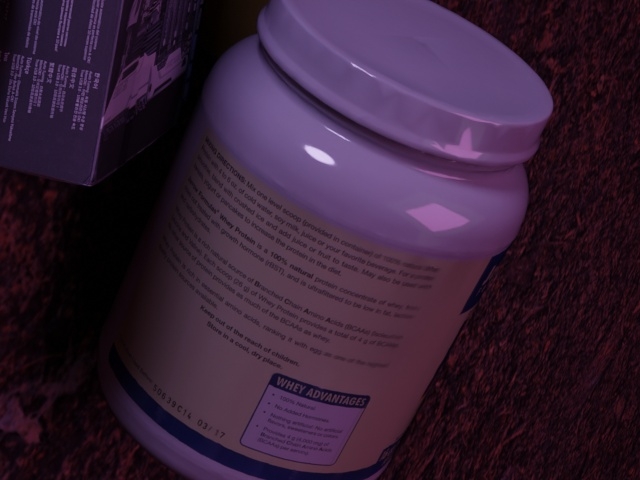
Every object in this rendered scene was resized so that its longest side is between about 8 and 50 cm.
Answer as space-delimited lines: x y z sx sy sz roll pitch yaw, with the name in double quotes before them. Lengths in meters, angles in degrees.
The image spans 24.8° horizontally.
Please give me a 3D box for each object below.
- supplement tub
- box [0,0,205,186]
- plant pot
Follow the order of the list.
"supplement tub" 0.000 0.000 1.019 0.235 0.235 0.324 -18 140 -54
"box" -0.111 -0.206 0.848 0.242 0.077 0.307 -64 167 -76
"plant pot" -0.045 -0.165 1.080 0.081 0.081 0.083 3 119 -59
